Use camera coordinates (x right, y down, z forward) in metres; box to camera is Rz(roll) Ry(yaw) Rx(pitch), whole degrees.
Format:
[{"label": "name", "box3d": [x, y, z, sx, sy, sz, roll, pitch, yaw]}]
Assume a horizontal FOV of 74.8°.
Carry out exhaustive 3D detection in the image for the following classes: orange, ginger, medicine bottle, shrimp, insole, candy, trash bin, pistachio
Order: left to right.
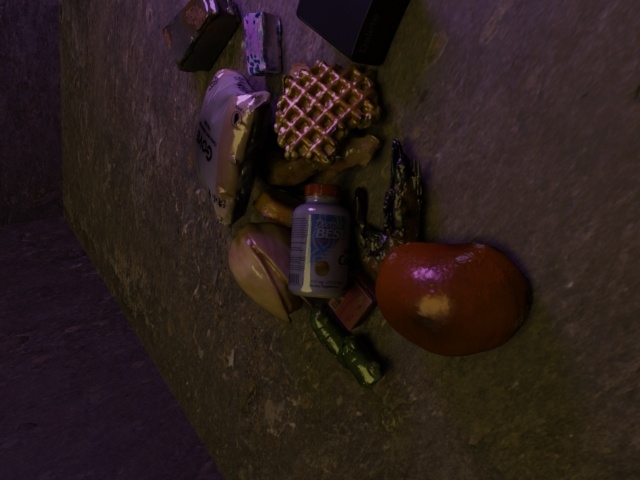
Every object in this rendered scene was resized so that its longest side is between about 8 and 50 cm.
[{"label": "candy", "box3d": [-0.162, -0.551, 1.180, 0.092, 0.073, 0.160, 13, 112, 40]}, {"label": "pistachio", "box3d": [-0.141, 0.088, 1.264, 0.321, 0.229, 0.238, 57, 179, -2]}, {"label": "insole", "box3d": [-0.073, -0.139, 1.177, 0.053, 0.152, 0.002, -10, 73, 57]}, {"label": "ginger", "box3d": [-0.033, -0.236, 1.123, 0.348, 0.122, 0.363, 52, 123, 31]}, {"label": "medicine bottle", "box3d": [0.000, 0.000, 1.102, 0.157, 0.157, 0.289, 2, 88, 45]}, {"label": "ginger", "box3d": [0.071, 0.303, 1.211, 0.290, 0.089, 0.137, 40, 163, 39]}, {"label": "trash bin", "box3d": [0.062, -0.525, 0.938, 0.225, 0.115, 0.165, 46, 130, 27]}, {"label": "shrimp", "box3d": [0.149, -0.068, 1.038, 0.233, 0.071, 0.365, 21, 122, 45]}, {"label": "orange", "box3d": [0.278, 0.127, 0.919, 0.310, 0.274, 0.274, -5, 102, 7]}]

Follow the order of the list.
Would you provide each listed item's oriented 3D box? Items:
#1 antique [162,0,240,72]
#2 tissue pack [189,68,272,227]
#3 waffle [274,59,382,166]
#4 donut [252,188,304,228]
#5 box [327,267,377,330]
[{"label": "antique", "box3d": [-0.368, -0.663, 1.313, 0.284, 0.125, 0.150, -17, 92, 47]}, {"label": "tissue pack", "box3d": [-0.253, -0.283, 1.223, 0.375, 0.195, 0.390, 55, 132, 49]}, {"label": "waffle", "box3d": [0.014, -0.307, 0.993, 0.291, 0.051, 0.291, -4, 74, 14]}, {"label": "donut", "box3d": [-0.104, -0.092, 1.212, 0.065, 0.178, 0.162, -62, 17, 15]}, {"label": "box", "box3d": [0.096, 0.165, 1.165, 0.111, 0.060, 0.156, 52, 134, 23]}]
